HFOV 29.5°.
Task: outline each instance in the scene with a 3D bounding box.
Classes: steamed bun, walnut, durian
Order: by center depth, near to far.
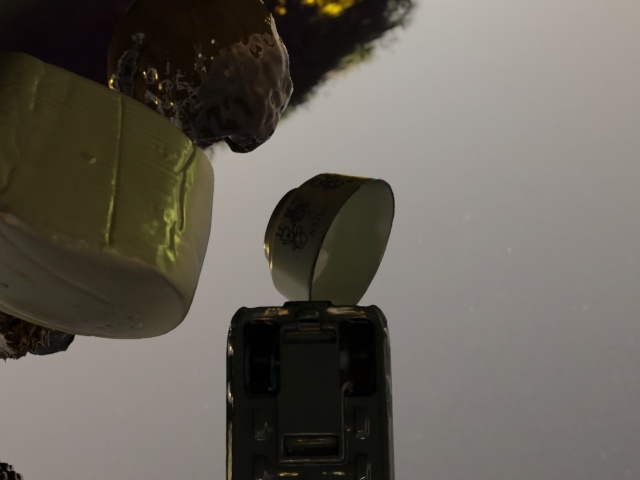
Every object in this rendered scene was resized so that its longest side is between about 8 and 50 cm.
[{"bbox_3d":[-0.216,-0.024,1.003,0.155,0.250,0.200,-43,-150,39],"label":"steamed bun"},{"bbox_3d":[-0.388,0.036,1.404,0.140,0.224,0.078,-50,-177,-2],"label":"durian"},{"bbox_3d":[-0.129,-0.203,1.469,0.204,0.238,0.141,-53,-144,29],"label":"walnut"}]

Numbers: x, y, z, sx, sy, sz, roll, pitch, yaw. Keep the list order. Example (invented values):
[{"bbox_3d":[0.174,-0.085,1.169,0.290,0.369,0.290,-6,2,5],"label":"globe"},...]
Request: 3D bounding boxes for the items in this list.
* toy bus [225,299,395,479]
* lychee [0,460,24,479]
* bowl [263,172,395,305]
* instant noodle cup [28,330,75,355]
[{"bbox_3d":[-0.013,0.248,1.346,0.183,0.344,0.199,0,161,-1],"label":"toy bus"},{"bbox_3d":[-0.385,0.351,1.281,0.271,0.236,0.236,-38,-175,35],"label":"lychee"},{"bbox_3d":[0.000,0.000,1.818,0.126,0.238,0.238,21,-143,24],"label":"bowl"},{"bbox_3d":[-0.365,0.027,1.795,0.258,0.302,0.181,0,169,21],"label":"instant noodle cup"}]
